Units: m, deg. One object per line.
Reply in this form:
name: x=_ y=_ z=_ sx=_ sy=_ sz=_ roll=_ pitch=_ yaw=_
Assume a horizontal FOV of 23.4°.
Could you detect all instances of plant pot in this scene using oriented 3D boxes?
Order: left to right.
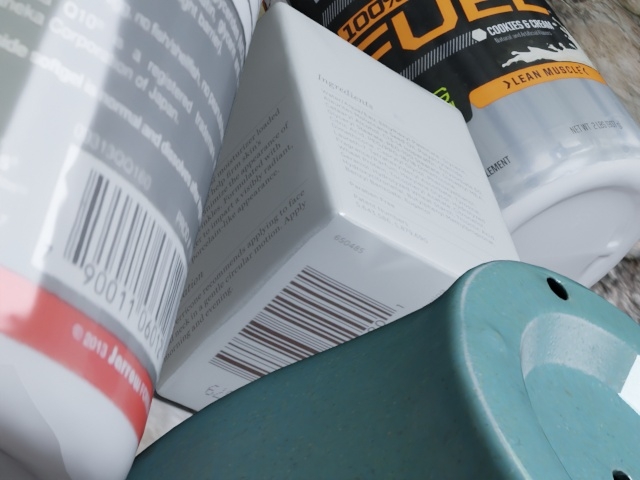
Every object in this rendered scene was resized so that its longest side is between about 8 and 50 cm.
plant pot: x=0.035 y=0.154 z=0.566 sx=0.271 sy=0.255 sz=0.272 roll=34 pitch=28 yaw=-21

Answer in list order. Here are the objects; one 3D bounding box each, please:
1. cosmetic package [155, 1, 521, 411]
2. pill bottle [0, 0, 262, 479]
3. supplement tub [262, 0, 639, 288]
cosmetic package: x=0.000 y=0.000 z=0.859 sx=0.151 sy=0.151 sz=0.184 roll=27 pitch=32 yaw=-33
pill bottle: x=-0.128 y=-0.096 z=0.582 sx=0.210 sy=0.210 sz=0.363 roll=29 pitch=61 yaw=-30
supplement tub: x=0.085 y=-0.108 z=1.094 sx=0.193 sy=0.193 sz=0.316 roll=9 pitch=42 yaw=-50
